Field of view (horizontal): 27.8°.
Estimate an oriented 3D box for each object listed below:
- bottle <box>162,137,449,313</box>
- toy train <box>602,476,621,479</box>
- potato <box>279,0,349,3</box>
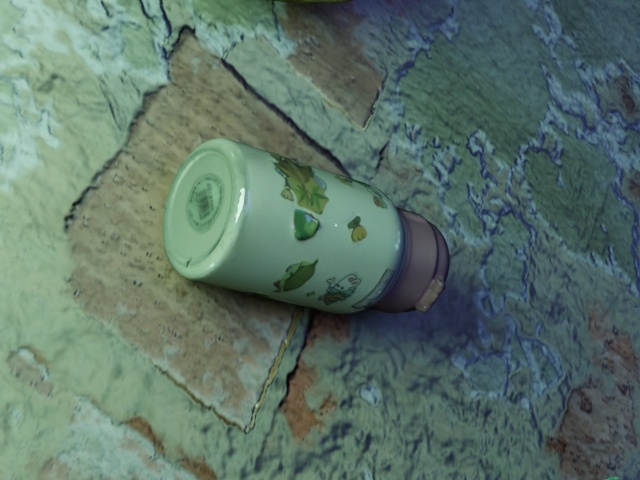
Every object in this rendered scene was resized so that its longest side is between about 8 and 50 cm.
[{"bbox_3d":[0.000,0.000,1.088,0.253,0.120,0.120,16,63,-38],"label":"bottle"},{"bbox_3d":[0.319,0.350,1.180,0.298,0.194,0.120,52,54,-9],"label":"toy train"},{"bbox_3d":[-0.016,-0.332,1.152,0.243,0.242,0.285,16,56,-36],"label":"potato"}]
